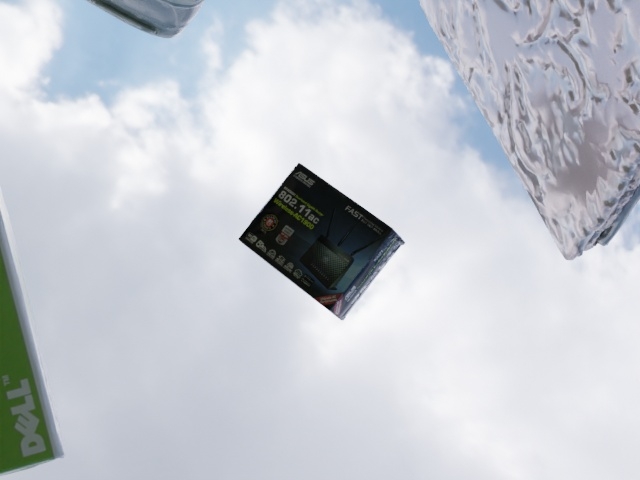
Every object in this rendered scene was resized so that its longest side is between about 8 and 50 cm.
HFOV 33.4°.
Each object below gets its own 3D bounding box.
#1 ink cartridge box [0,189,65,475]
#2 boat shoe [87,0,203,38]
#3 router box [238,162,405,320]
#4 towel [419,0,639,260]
[{"bbox_3d":[-0.170,0.023,0.434,0.097,0.255,0.188,-14,-73,-16],"label":"ink cartridge box"},{"bbox_3d":[-0.183,-0.209,0.724,0.228,0.081,0.079,29,-132,-7],"label":"boat shoe"},{"bbox_3d":[0.000,0.000,0.959,0.122,0.038,0.092,36,-94,27],"label":"router box"},{"bbox_3d":[0.168,-0.190,0.754,0.053,0.332,0.317,-19,-113,-15],"label":"towel"}]
